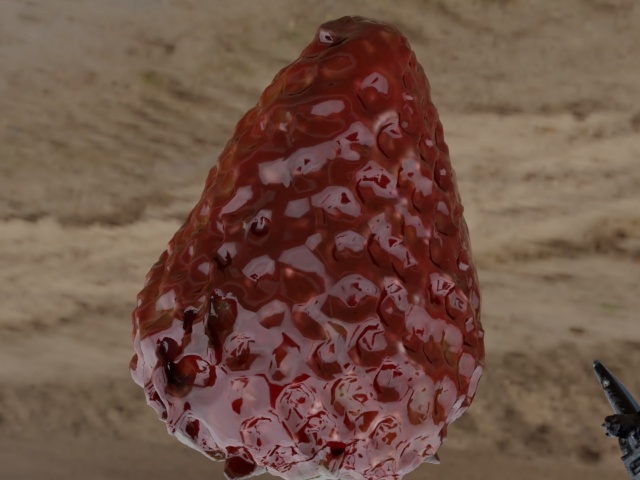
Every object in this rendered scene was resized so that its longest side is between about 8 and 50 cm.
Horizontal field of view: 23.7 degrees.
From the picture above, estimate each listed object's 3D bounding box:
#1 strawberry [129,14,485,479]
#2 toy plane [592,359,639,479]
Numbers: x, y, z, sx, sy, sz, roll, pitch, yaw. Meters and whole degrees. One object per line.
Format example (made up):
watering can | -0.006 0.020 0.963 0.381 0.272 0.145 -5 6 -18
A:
strawberry | 0.000 0.000 0.822 0.205 0.244 0.205 8 -166 -2
toy plane | 0.323 0.218 1.482 0.078 0.246 0.169 -5 146 -47
